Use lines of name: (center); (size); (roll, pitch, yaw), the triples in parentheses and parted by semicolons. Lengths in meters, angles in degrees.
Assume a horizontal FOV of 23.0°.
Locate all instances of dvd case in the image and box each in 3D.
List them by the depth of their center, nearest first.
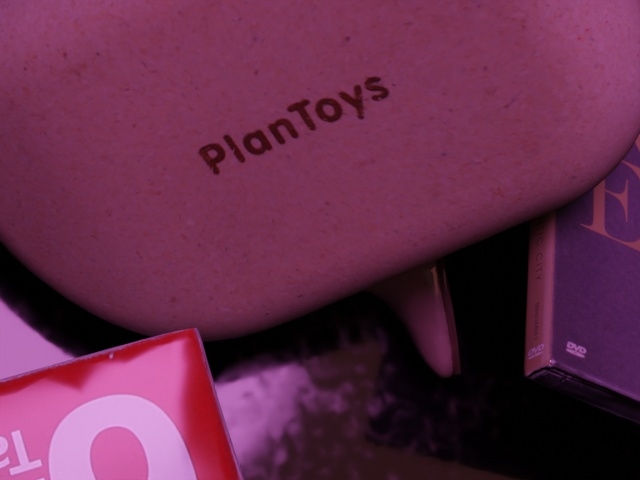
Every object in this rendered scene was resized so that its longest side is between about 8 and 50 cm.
dvd case: (0.144, -0.026, 0.564); (0.165, 0.018, 0.221); (23, 55, -25)

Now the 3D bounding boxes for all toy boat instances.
toy boat: (-0.010, -0.072, 0.514); (0.231, 0.151, 0.151); (-22, 118, 21)

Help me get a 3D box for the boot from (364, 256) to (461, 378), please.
boot: (0.000, 0.000, 0.586); (0.087, 0.042, 0.118); (-11, 79, -6)

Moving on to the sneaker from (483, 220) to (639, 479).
sneaker: (0.113, -0.017, 0.583); (0.097, 0.084, 0.234); (-27, 84, -15)

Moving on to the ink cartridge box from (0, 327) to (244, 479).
ink cartridge box: (-0.149, 0.202, 0.468); (0.310, 0.130, 0.271); (-17, 83, -13)
